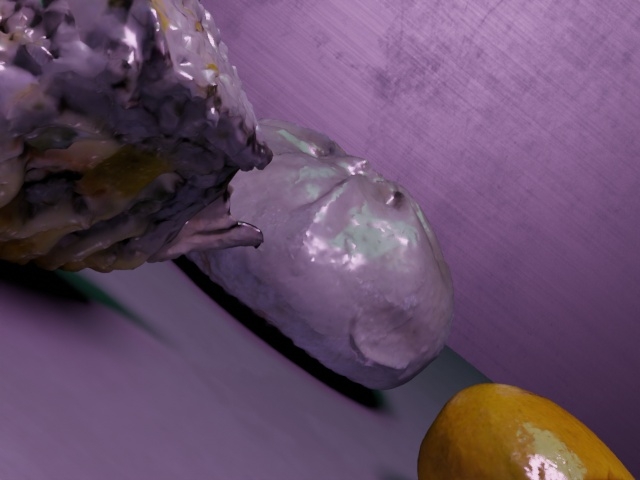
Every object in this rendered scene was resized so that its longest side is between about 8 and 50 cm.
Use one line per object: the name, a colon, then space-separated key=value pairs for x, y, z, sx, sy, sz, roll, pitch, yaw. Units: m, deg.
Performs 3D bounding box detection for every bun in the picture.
bun: x=0.004 y=0.004 z=1.102 sx=0.354 sy=0.194 sz=0.354 roll=36 pitch=4 yaw=-3

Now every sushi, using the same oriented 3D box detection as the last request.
sushi: x=-0.132 y=-0.072 z=0.600 sx=0.139 sy=0.184 sz=0.274 roll=70 pitch=11 yaw=18

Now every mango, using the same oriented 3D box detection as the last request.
mango: x=0.182 y=0.216 z=0.774 sx=0.262 sy=0.130 sz=0.167 roll=44 pitch=10 yaw=7
